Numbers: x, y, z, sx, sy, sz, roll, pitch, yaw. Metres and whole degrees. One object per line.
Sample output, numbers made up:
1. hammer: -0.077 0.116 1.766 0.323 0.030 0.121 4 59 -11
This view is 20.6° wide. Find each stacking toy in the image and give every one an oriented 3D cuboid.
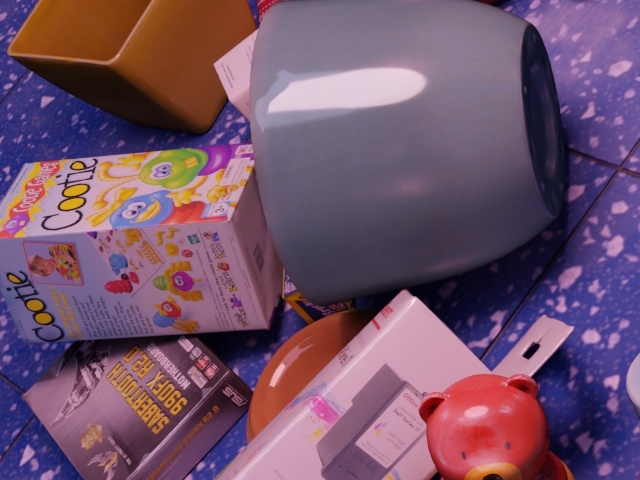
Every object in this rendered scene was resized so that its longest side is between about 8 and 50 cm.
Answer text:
1. stacking toy: 0.237 0.169 1.287 0.309 0.130 0.279 -18 28 -3

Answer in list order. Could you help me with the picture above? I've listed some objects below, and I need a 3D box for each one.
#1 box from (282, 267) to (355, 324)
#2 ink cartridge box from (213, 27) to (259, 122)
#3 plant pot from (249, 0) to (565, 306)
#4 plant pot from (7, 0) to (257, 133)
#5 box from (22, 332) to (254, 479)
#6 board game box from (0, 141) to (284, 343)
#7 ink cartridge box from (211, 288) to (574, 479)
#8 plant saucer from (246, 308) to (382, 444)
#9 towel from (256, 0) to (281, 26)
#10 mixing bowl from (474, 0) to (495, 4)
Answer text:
1. box: 0.000 0.000 1.798 0.054 0.059 0.169 -21 45 25
2. ink cartridge box: 0.014 -0.185 1.877 0.203 0.148 0.086 -36 38 9
3. plant pot: 0.096 -0.095 1.637 0.235 0.293 0.293 -6 51 18
4. plant pot: -0.199 -0.240 2.079 0.212 0.187 0.212 11 63 46
5. box: -0.191 0.162 1.826 0.183 0.056 0.231 -46 39 -3
6. board game box: -0.183 0.003 1.811 0.275 0.144 0.142 -4 36 18
7. ink cartridge box: 0.043 0.155 1.505 0.353 0.119 0.207 -45 0 0
8. plant saucer: 0.007 0.146 1.683 0.200 0.037 0.200 -23 45 25
9. towel: 0.009 -0.309 2.083 0.199 0.031 0.275 -30 40 21
10. mixing bowl: 0.162 -0.316 1.902 0.181 0.098 0.181 -23 43 24
